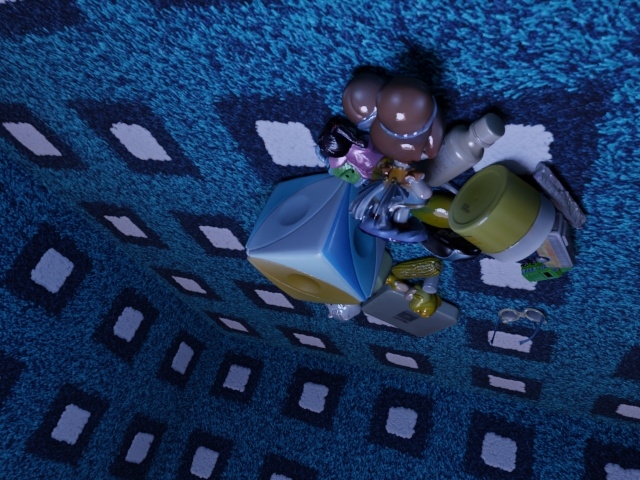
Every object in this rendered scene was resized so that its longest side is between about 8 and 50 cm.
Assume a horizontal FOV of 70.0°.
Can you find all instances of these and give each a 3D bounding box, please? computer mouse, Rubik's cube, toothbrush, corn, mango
[{"bbox_3d":[0.416,0.009,1.495,0.138,0.096,0.233,-4,-153,-36],"label":"computer mouse"},{"bbox_3d":[0.000,0.000,1.589,0.353,0.351,0.347,0,146,38],"label":"Rubik's cube"},{"bbox_3d":[0.408,-0.153,1.380,0.414,0.035,0.042,27,131,-13],"label":"toothbrush"},{"bbox_3d":[0.382,0.115,1.824,0.080,0.080,0.231,37,148,-28],"label":"corn"},{"bbox_3d":[0.371,-0.097,1.453,0.195,0.091,0.130,11,157,38],"label":"mango"}]

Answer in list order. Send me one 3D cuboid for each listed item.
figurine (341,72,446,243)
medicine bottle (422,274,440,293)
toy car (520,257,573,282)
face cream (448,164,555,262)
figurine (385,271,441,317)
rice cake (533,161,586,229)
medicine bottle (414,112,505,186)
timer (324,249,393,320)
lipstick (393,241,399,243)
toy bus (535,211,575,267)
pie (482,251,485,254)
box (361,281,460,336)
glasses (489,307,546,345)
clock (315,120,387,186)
[{"bbox_3d":[0.181,-0.203,1.139,0.249,0.387,0.277,-3,-158,-31],"label":"figurine"},{"bbox_3d":[0.450,0.161,1.846,0.058,0.091,0.058,16,152,9],"label":"medicine bottle"},{"bbox_3d":[0.764,0.094,1.546,0.071,0.062,0.165,34,149,-23],"label":"toy car"},{"bbox_3d":[0.494,-0.074,1.263,0.180,0.218,0.218,31,151,-16],"label":"face cream"},{"bbox_3d":[0.387,0.223,1.918,0.247,0.131,0.156,35,166,9],"label":"figurine"},{"bbox_3d":[0.658,-0.118,1.253,0.270,0.049,0.055,37,-175,-29],"label":"rice cake"},{"bbox_3d":[0.358,-0.235,1.180,0.114,0.114,0.252,29,152,-16],"label":"medicine bottle"},{"bbox_3d":[0.117,0.178,1.865,0.291,0.315,0.290,17,151,10],"label":"timer"},{"bbox_3d":[0.256,-0.101,1.549,0.058,0.057,0.356,10,151,19],"label":"lipstick"},{"bbox_3d":[0.691,0.001,1.366,0.106,0.091,0.268,0,156,38],"label":"toy bus"},{"bbox_3d":[0.579,0.006,1.526,0.219,0.052,0.185,19,151,0],"label":"pie"},{"bbox_3d":[0.416,0.327,2.170,0.368,0.090,0.373,26,153,-7],"label":"box"},{"bbox_3d":[0.787,0.342,1.856,0.190,0.221,0.088,-9,101,45],"label":"glasses"},{"bbox_3d":[0.076,-0.255,1.353,0.196,0.100,0.194,30,152,-15],"label":"clock"}]
